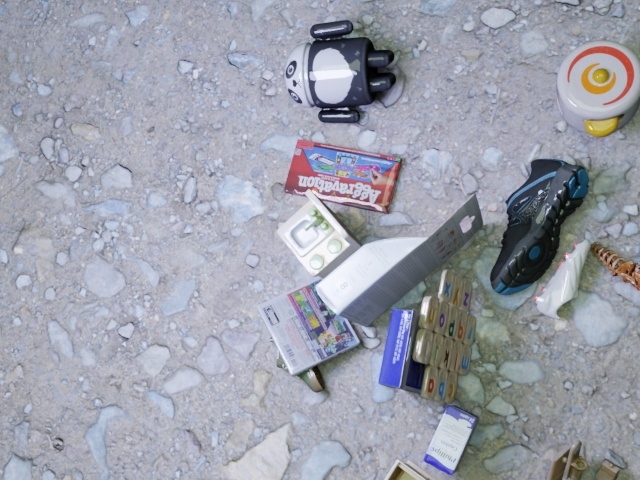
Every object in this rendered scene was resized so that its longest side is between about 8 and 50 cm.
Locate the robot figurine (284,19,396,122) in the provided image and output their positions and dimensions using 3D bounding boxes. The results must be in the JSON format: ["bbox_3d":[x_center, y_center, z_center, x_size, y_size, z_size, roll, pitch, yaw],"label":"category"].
[{"bbox_3d":[0.046,-0.421,2.006,0.278,0.173,0.209,0,71,16],"label":"robot figurine"}]

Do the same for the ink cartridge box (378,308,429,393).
[{"bbox_3d":[0.190,0.244,1.733,0.065,0.332,0.165,9,79,17],"label":"ink cartridge box"}]

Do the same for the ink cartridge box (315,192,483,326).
[{"bbox_3d":[0.189,0.032,1.793,0.385,0.308,0.091,-42,72,3],"label":"ink cartridge box"}]

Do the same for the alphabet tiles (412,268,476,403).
[{"bbox_3d":[0.276,0.213,1.744,0.021,0.284,0.278,4,78,32],"label":"alphabet tiles"}]

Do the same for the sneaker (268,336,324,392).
[{"bbox_3d":[-0.063,0.296,1.939,0.086,0.064,0.192,-30,66,9],"label":"sneaker"}]

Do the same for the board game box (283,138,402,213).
[{"bbox_3d":[0.055,-0.164,2.025,0.281,0.027,0.145,12,83,18],"label":"board game box"}]

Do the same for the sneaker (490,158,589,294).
[{"bbox_3d":[0.484,-0.032,1.844,0.139,0.125,0.341,33,91,47],"label":"sneaker"}]

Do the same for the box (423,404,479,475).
[{"bbox_3d":[0.292,0.441,1.769,0.072,0.126,0.137,23,85,18],"label":"box"}]

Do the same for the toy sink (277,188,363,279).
[{"bbox_3d":[0.000,0.000,1.895,0.131,0.234,0.153,-42,71,3],"label":"toy sink"}]

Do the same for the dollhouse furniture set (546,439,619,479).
[{"bbox_3d":[0.574,0.498,1.648,0.144,0.123,0.151,-28,44,-32],"label":"dollhouse furniture set"}]

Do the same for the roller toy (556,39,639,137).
[{"bbox_3d":[0.641,-0.353,1.834,0.191,0.146,0.209,40,91,20],"label":"roller toy"}]

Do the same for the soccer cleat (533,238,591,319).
[{"bbox_3d":[0.563,0.088,1.806,0.076,0.068,0.196,35,96,15],"label":"soccer cleat"}]

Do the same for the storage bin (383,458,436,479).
[{"bbox_3d":[0.213,0.665,1.744,0.260,0.123,0.262,33,88,20],"label":"storage bin"}]

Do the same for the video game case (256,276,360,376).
[{"bbox_3d":[-0.031,0.205,1.926,0.183,0.023,0.201,-24,63,-11],"label":"video game case"}]

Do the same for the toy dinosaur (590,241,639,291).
[{"bbox_3d":[0.737,0.053,1.702,0.322,0.164,0.218,26,82,22],"label":"toy dinosaur"}]
